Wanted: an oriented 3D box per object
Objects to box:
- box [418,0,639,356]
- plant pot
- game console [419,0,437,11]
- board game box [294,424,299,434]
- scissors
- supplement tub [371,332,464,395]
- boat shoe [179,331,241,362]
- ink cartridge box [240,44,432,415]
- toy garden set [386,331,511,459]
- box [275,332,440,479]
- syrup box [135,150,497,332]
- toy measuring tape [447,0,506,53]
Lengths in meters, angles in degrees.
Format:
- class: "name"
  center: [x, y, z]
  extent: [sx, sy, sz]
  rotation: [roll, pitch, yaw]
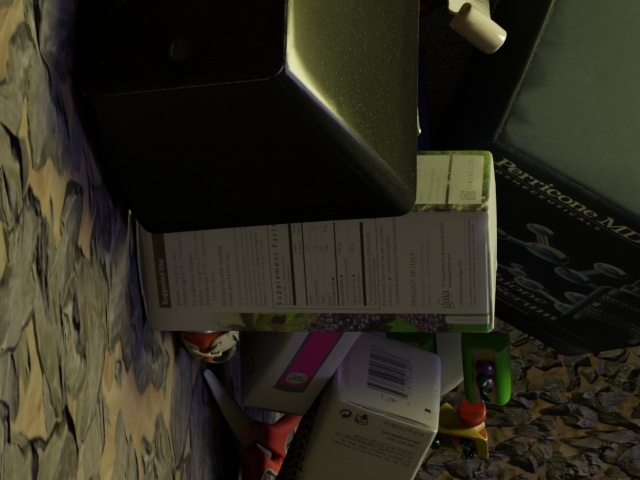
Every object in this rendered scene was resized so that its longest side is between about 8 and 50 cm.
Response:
- class: "box"
  center: [0.216, -0.069, 1.495]
  extent: [0.212, 0.293, 0.395]
  rotation: [-66, -165, -16]
- class: "plant pot"
  center: [-0.051, -0.121, 1.095]
  extent: [0.167, 0.188, 0.187]
  rotation: [43, 47, -66]
- class: "game console"
  center: [0.124, -0.363, 1.732]
  extent: [0.386, 0.060, 0.342]
  rotation: [-1, -110, 65]
- class: "board game box"
  center: [-0.004, 0.308, 2.128]
  extent: [0.281, 0.027, 0.145]
  rotation: [74, 16, -67]
- class: "scissors"
  center: [-0.065, 0.180, 1.571]
  extent: [0.109, 0.021, 0.297]
  rotation: [-63, 159, -3]
- class: "supplement tub"
  center: [0.059, -0.014, 1.799]
  extent: [0.228, 0.228, 0.316]
  rotation: [82, 10, -51]
- class: "boat shoe"
  center: [-0.084, 0.070, 1.345]
  extent: [0.137, 0.049, 0.043]
  rotation: [71, 21, -85]
- class: "ink cartridge box"
  center: [0.020, -0.031, 1.418]
  extent: [0.371, 0.069, 0.176]
  rotation: [119, -25, -48]
- class: "toy garden set"
  center: [0.054, 0.145, 1.686]
  extent: [0.204, 0.244, 0.049]
  rotation: [79, 18, -58]
- class: "box"
  center: [0.013, 0.216, 1.557]
  extent: [0.113, 0.094, 0.275]
  rotation: [-82, -168, -58]
- class: "syrup box"
  center: [0.000, 0.000, 1.224]
  extent: [0.093, 0.237, 0.096]
  rotation: [-78, 165, -61]
- class: "toy measuring tape"
  center: [0.146, -0.271, 1.342]
  extent: [0.330, 0.121, 0.121]
  rotation: [-84, 171, -49]
